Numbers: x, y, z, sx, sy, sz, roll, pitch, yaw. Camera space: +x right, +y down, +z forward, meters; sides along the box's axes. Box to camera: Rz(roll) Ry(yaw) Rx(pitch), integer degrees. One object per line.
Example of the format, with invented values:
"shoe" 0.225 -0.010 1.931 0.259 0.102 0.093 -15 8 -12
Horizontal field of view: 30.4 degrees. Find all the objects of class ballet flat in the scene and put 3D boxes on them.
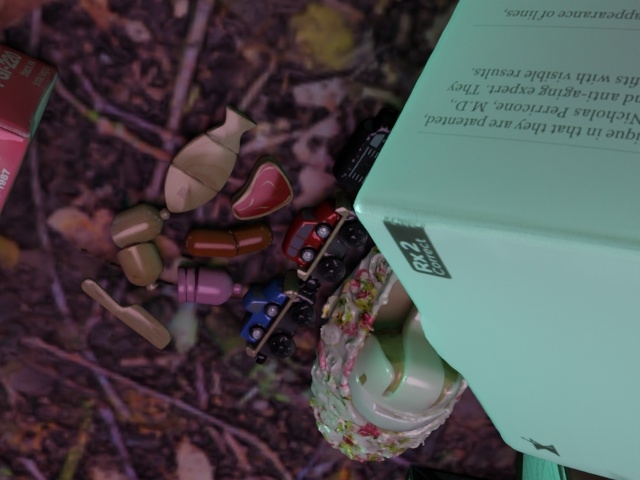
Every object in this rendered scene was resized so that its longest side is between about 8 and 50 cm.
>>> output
"ballet flat" 0.056 0.032 0.587 0.091 0.077 0.241 17 117 -11

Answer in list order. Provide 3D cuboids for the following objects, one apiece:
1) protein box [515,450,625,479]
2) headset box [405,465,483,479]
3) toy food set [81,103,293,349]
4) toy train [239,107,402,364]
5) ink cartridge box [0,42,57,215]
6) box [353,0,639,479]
"protein box" 0.206 0.128 0.579 0.200 0.136 0.201 -7 138 2
"headset box" 0.071 0.179 0.692 0.062 0.032 0.083 12 119 -8
"toy food set" -0.061 -0.005 0.597 0.122 0.019 0.078 -44 112 11
"toy train" 0.000 0.000 0.596 0.036 0.027 0.158 27 114 -12
"ink cartridge box" -0.251 -0.043 0.528 0.218 0.092 0.158 23 115 -15
"box" 0.138 0.006 0.415 0.182 0.119 0.181 10 151 35
